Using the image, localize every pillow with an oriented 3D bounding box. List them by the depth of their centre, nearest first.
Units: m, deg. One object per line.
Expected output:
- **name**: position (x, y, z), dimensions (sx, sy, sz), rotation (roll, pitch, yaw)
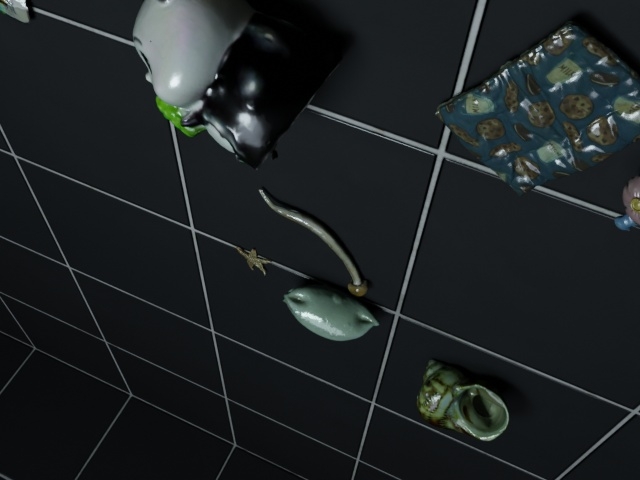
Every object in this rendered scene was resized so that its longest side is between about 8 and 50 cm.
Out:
- **pillow**: position (0.289, -0.157, 0.869), dimensions (0.189, 0.034, 0.255), rotation (39, 146, -15)

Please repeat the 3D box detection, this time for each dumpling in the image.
- **dumpling**: position (0.025, 0.149, 1.455), dimensions (0.216, 0.149, 0.105), rotation (16, 107, 10)

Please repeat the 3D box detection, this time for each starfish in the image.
- **starfish**: position (-0.153, 0.042, 1.509), dimensions (0.086, 0.016, 0.092), rotation (31, 150, 2)

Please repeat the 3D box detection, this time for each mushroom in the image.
- **mushroom**: position (0.000, 0.002, 1.316), dimensions (0.068, 0.043, 0.306), rotation (-31, 116, 26)

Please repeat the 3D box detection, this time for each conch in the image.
- **conch**: position (0.305, 0.343, 1.471), dimensions (0.181, 0.124, 0.187), rotation (46, 121, -8)

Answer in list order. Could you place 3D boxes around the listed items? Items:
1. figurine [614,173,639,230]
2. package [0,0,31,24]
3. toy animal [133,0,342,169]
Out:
- **figurine**: position (0.451, -0.062, 0.826), dimensions (0.144, 0.114, 0.178), rotation (7, 166, -16)
- **package**: position (-0.587, -0.466, 1.127), dimensions (0.232, 0.040, 0.166), rotation (32, 148, -2)
- **toy animal**: position (-0.135, -0.234, 0.931), dimensions (0.266, 0.213, 0.212), rotation (31, 148, -4)
